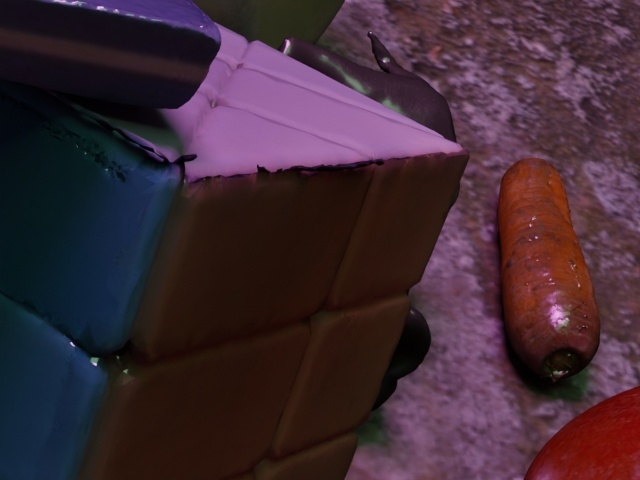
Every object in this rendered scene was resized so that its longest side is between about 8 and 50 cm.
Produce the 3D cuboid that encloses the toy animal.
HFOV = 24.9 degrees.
[{"bbox_3d":[0.001,0.002,0.814,0.146,0.245,0.114,26,1,-21],"label":"toy animal"}]

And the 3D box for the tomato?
[{"bbox_3d":[0.186,0.149,0.768,0.167,0.167,0.167,13,44,-13],"label":"tomato"}]

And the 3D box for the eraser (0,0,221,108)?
[{"bbox_3d":[-0.106,-0.100,0.544,0.082,0.036,0.225,8,20,-25],"label":"eraser"}]

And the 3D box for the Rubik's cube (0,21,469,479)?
[{"bbox_3d":[-0.108,0.016,0.629,0.231,0.225,0.221,30,20,27],"label":"Rubik's cube"}]

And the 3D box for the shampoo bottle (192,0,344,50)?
[{"bbox_3d":[-0.125,-0.257,0.898,0.317,0.322,0.322,24,41,15],"label":"shampoo bottle"}]

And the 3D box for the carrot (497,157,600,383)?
[{"bbox_3d":[0.144,0.012,0.952,0.060,0.060,0.186,12,42,-14],"label":"carrot"}]
